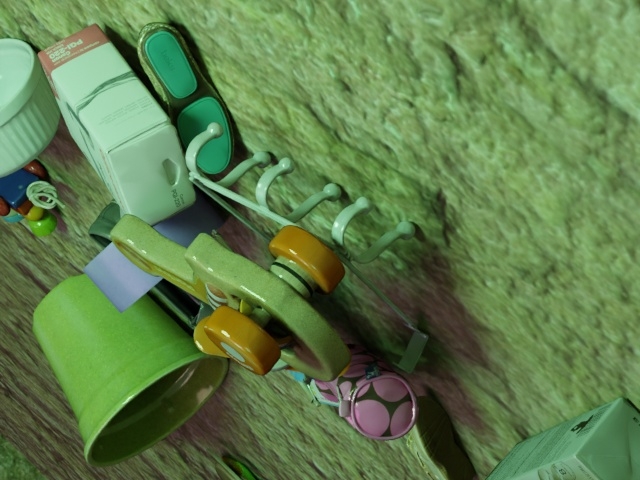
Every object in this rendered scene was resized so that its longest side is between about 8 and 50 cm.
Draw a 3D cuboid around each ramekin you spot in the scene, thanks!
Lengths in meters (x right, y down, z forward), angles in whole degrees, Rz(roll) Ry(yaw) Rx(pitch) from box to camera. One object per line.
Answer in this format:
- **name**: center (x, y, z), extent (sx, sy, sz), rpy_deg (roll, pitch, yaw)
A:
- **ramekin**: center (-0.473, -0.181, 1.675), extent (0.207, 0.207, 0.109), rpy_deg (21, 152, 39)

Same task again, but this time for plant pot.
- **plant pot**: center (-0.336, 0.186, 1.926), extent (0.254, 0.276, 0.276), rpy_deg (50, 154, 19)

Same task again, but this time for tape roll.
- **tape roll**: center (-0.224, 0.007, 1.581), extent (0.080, 0.189, 0.189), rpy_deg (50, 152, -4)

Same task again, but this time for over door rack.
- **over door rack**: center (0.000, 0.000, 1.377), extent (0.239, 0.108, 0.324), rpy_deg (28, 161, 31)

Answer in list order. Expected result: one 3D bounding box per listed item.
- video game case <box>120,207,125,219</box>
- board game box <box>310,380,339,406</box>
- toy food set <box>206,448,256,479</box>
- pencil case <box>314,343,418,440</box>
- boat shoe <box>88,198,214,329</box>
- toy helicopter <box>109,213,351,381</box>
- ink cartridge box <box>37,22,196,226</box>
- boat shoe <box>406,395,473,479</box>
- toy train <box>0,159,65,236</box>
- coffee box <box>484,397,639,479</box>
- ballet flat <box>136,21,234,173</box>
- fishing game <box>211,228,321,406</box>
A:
- **video game case**: center (-0.268, -0.081, 1.640), extent (0.087, 0.011, 0.122), rpy_deg (148, 118, -62)
- **board game box**: center (0.019, 0.192, 1.659), extent (0.154, 0.026, 0.103), rpy_deg (3, 130, 52)
- **toy food set**: center (-0.150, 0.465, 2.240), extent (0.132, 0.038, 0.192), rpy_deg (38, 157, 31)
- **pencil case**: center (0.048, 0.185, 1.469), extent (0.209, 0.098, 0.095), rpy_deg (-163, 65, -77)
- **boat shoe**: center (-0.208, 0.073, 1.743), extent (0.335, 0.095, 0.112), rpy_deg (47, 152, 1)
- **toy helicopter**: center (-0.104, 0.061, 1.323), extent (0.355, 0.140, 0.235), rpy_deg (26, 160, 37)
- **ink cartridge box**: center (-0.253, -0.140, 1.462), extent (0.218, 0.092, 0.159), rpy_deg (49, 162, 35)
- **boat shoe**: center (0.144, 0.271, 1.551), extent (0.059, 0.063, 0.170), rpy_deg (4, 131, 44)
- **toy train**: center (-0.483, -0.057, 1.959), extent (0.248, 0.105, 0.143), rpy_deg (27, 157, 32)
- **coffee box**: center (0.298, 0.283, 1.317), extent (0.141, 0.098, 0.246), rpy_deg (45, 152, 3)
- **ballet flat**: center (-0.162, -0.176, 1.411), extent (0.067, 0.073, 0.206), rpy_deg (-126, 13, -58)
- **fishing game**: center (-0.070, 0.115, 1.510), extent (0.189, 0.041, 0.264), rpy_deg (49, 167, 38)
